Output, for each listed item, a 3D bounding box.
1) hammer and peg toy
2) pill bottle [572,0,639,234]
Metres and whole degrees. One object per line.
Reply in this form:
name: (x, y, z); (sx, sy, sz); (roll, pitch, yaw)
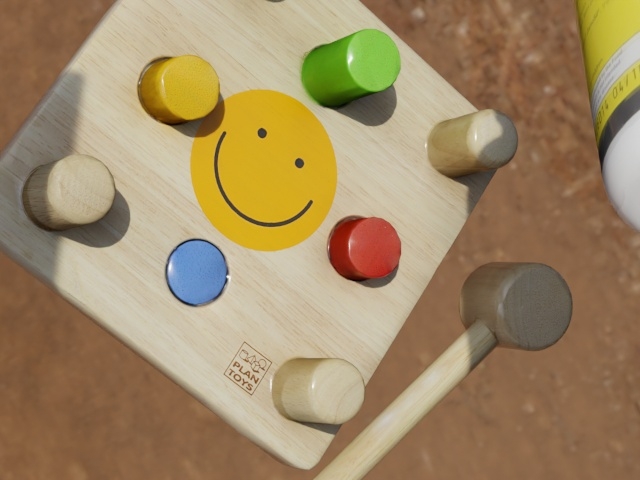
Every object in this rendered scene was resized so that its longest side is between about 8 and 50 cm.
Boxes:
hammer and peg toy: (0.000, 0.000, 0.878); (0.361, 0.127, 0.266); (41, 69, -19)
pill bottle: (0.136, -0.095, 0.504); (0.103, 0.103, 0.184); (33, 44, -44)
